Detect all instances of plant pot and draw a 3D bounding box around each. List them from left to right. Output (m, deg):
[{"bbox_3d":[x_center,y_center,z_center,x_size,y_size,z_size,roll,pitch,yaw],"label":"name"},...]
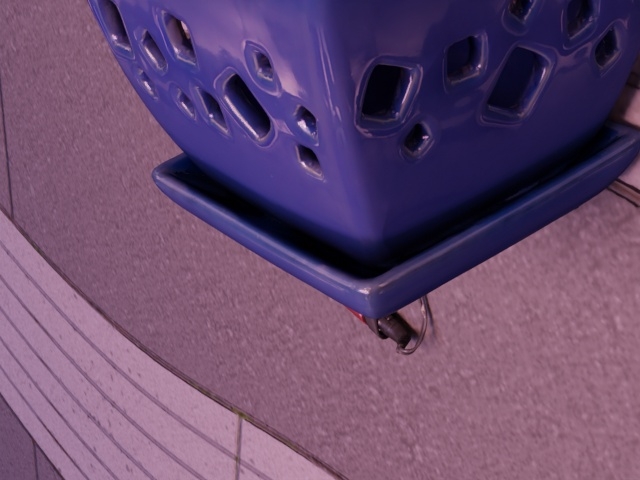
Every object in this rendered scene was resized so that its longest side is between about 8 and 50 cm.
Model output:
[{"bbox_3d":[0.028,-0.104,0.662,0.236,0.236,0.212,29,137,46],"label":"plant pot"}]

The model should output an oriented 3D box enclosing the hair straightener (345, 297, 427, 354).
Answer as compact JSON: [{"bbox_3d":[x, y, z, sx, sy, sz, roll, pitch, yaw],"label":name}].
[{"bbox_3d":[0.000,0.000,0.941,0.230,0.047,0.089,46,143,32],"label":"hair straightener"}]
